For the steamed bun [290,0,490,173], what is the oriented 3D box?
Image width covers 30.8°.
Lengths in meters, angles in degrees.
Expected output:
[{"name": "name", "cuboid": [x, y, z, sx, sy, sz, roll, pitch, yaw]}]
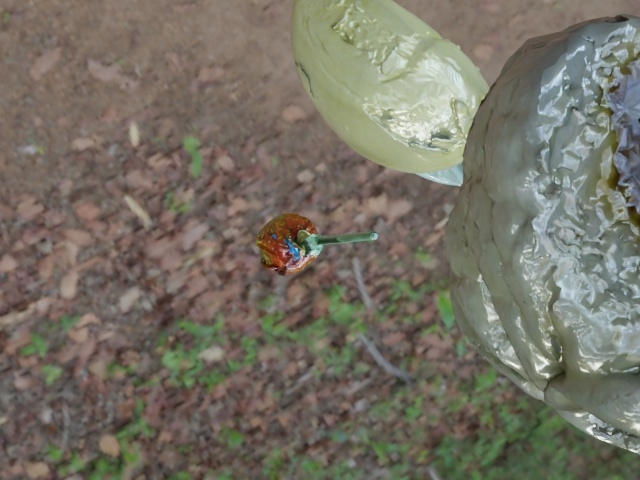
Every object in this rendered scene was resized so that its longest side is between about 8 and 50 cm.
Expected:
[{"name": "steamed bun", "cuboid": [0.067, -0.194, 1.409, 0.166, 0.273, 0.232, -53, 160, 4]}]

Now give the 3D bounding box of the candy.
[{"name": "candy", "cuboid": [0.000, 0.000, 1.024, 0.060, 0.060, 0.201, -17, -175, -25]}]

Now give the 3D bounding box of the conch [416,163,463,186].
[{"name": "conch", "cuboid": [0.212, -0.155, 1.897, 0.185, 0.221, 0.121, 26, 89, -52]}]

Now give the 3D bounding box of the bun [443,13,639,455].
[{"name": "bun", "cuboid": [0.194, 0.015, 0.570, 0.281, 0.281, 0.205, 15, 94, -50]}]
